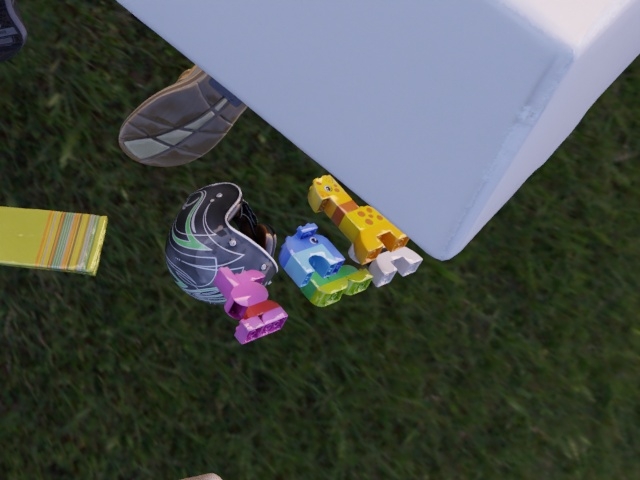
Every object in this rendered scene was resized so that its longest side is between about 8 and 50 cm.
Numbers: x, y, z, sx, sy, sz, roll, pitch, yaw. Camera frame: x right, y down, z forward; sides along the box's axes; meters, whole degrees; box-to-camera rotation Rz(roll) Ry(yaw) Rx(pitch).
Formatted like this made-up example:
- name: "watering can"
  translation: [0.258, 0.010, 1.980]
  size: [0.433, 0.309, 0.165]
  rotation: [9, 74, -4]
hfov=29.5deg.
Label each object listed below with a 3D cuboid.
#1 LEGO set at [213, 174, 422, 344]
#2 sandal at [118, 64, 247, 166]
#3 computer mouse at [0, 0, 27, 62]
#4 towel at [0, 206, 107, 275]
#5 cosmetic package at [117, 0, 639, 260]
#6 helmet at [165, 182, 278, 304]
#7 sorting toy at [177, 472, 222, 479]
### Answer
- name: "LEGO set"
  translation: [0.000, 0.000, 1.105]
  size: [0.227, 0.093, 0.087]
  rotation: [-19, 149, -42]
- name: "sandal"
  translation: [-0.100, -0.133, 1.081]
  size: [0.180, 0.049, 0.072]
  rotation: [-42, 119, 5]
- name: "computer mouse"
  translation: [-0.463, -0.331, 1.642]
  size: [0.188, 0.272, 0.072]
  rotation: [-12, 71, -13]
- name: "towel"
  translation: [-0.438, -0.003, 1.803]
  size: [0.237, 0.102, 0.021]
  rotation: [5, 147, 5]
- name: "cosmetic package"
  translation: [-0.028, -0.230, 0.611]
  size: [0.453, 0.161, 0.230]
  rotation: [39, 56, 10]
- name: "helmet"
  translation: [-0.145, 0.016, 1.786]
  size: [0.169, 0.161, 0.169]
  rotation: [2, 143, 1]
- name: "sorting toy"
  translation: [-0.131, 0.324, 0.907]
  size: [0.089, 0.255, 0.257]
  rotation: [-35, 102, -51]
